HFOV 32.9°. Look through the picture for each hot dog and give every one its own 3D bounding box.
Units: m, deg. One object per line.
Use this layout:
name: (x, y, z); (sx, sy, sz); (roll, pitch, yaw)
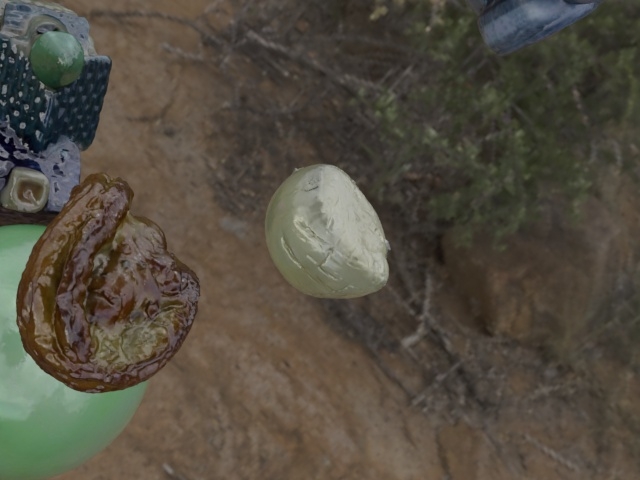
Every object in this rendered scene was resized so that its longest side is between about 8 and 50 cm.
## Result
hot dog: (-0.117, 0.020, 0.598); (0.099, 0.065, 0.147); (55, 17, -19)

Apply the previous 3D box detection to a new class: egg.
egg: (-0.257, 0.096, 0.934); (0.220, 0.220, 0.269); (44, 2, 1)

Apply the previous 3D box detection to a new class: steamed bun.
steamed bun: (0.000, 0.000, 0.990); (0.130, 0.091, 0.112); (47, 28, -35)

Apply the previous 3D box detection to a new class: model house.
model house: (-0.407, -0.157, 1.421); (0.243, 0.298, 0.284); (8, 20, -30)

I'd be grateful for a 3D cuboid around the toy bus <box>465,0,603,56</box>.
toy bus: (0.174, -0.245, 0.578); (0.232, 0.294, 0.197); (-29, 94, -17)
